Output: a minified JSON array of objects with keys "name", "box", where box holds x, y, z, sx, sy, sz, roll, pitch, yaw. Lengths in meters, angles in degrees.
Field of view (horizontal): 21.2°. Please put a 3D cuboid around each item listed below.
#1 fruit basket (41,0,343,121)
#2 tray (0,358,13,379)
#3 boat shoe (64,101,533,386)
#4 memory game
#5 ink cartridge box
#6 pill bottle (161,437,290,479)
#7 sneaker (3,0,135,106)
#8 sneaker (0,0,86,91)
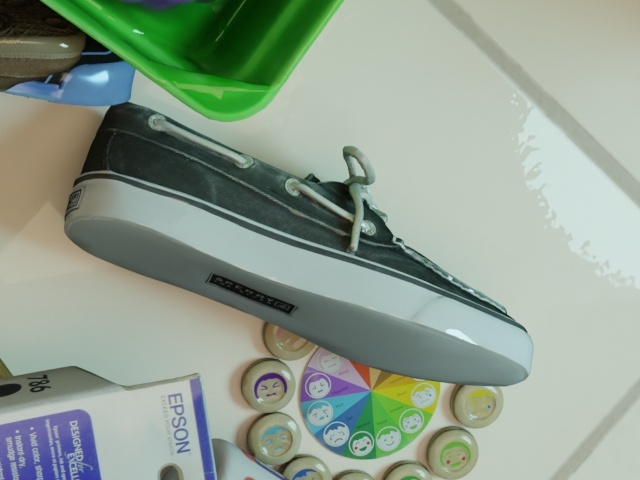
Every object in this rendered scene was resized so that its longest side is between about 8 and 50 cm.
[{"name":"fruit basket","box":[-0.039,-0.269,0.848,0.283,0.392,0.392,35,93,-20]},{"name":"tray","box":[-0.338,0.041,1.000,0.203,0.076,0.411,-34,109,-5]},{"name":"boat shoe","box":[-0.002,0.001,1.062,0.306,0.113,0.105,20,68,-7]},{"name":"memory game","box":[0.037,0.103,1.146,0.186,0.012,0.186,-3,104,-14]},{"name":"ink cartridge box","box":[-0.223,0.174,0.992,0.333,0.065,0.165,-9,106,-11]},{"name":"pill bottle","box":[-0.019,0.221,1.110,0.193,0.108,0.108,36,93,-19]},{"name":"sneaker","box":[-0.209,-0.146,0.982,0.232,0.081,0.090,16,106,-17]},{"name":"sneaker","box":[-0.222,-0.093,0.933,0.188,0.066,0.071,1,121,-3]}]
